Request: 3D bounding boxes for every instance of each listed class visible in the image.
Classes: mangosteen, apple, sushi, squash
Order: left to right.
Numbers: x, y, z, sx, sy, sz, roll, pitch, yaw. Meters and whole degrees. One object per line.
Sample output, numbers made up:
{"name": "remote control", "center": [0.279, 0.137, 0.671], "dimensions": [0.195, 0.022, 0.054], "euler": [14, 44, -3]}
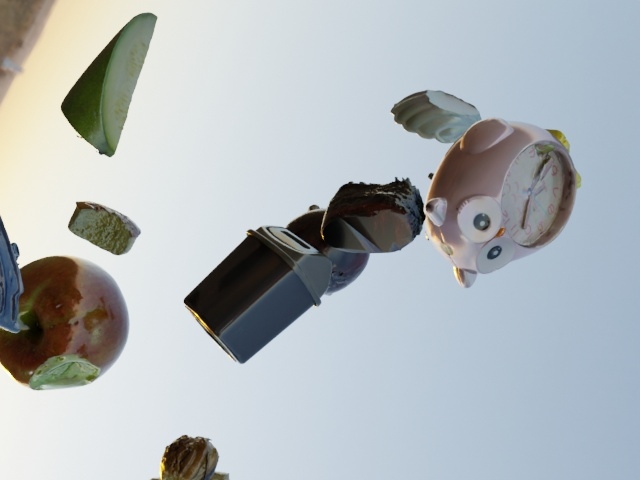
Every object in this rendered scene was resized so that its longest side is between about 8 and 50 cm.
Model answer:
{"name": "apple", "center": [-0.640, 0.206, 2.010], "dimensions": [0.339, 0.340, 0.339], "euler": [-45, -151, 34]}
{"name": "squash", "center": [-0.439, -0.356, 1.752], "dimensions": [0.289, 0.111, 0.203], "euler": [-43, -117, 8]}
{"name": "mangosteen", "center": [0.000, 0.000, 2.024], "dimensions": [0.235, 0.236, 0.261], "euler": [-47, -137, 31]}
{"name": "sushi", "center": [0.113, -0.051, 1.752], "dimensions": [0.225, 0.136, 0.126], "euler": [-6, -147, 26]}

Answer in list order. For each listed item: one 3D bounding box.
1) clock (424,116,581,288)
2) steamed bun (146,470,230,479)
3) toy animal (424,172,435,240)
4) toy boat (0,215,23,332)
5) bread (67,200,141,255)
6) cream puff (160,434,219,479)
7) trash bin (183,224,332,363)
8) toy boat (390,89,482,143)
{"name": "clock", "center": [0.405, -0.098, 1.932], "dimensions": [0.377, 0.368, 0.250], "euler": [-41, -149, -21]}
{"name": "steamed bun", "center": [-0.292, 0.629, 1.766], "dimensions": [0.292, 0.137, 0.295], "euler": [-13, -117, 8]}
{"name": "toy animal", "center": [0.397, -0.109, 2.527], "dimensions": [0.114, 0.146, 0.245], "euler": [-106, -152, -59]}
{"name": "toy boat", "center": [-0.656, 0.043, 1.601], "dimensions": [0.129, 0.142, 0.309], "euler": [-32, -109, 20]}
{"name": "bread", "center": [-0.480, -0.035, 1.790], "dimensions": [0.086, 0.156, 0.125], "euler": [-60, -163, 7]}
{"name": "cream puff", "center": [-0.278, 0.461, 1.674], "dimensions": [0.133, 0.104, 0.119], "euler": [-28, -145, 19]}
{"name": "trash bin", "center": [-0.131, 0.104, 1.734], "dimensions": [0.290, 0.182, 0.209], "euler": [-42, -137, -13]}
{"name": "toy boat", "center": [0.352, -0.359, 2.324], "dimensions": [0.199, 0.290, 0.100], "euler": [-80, -170, -51]}
